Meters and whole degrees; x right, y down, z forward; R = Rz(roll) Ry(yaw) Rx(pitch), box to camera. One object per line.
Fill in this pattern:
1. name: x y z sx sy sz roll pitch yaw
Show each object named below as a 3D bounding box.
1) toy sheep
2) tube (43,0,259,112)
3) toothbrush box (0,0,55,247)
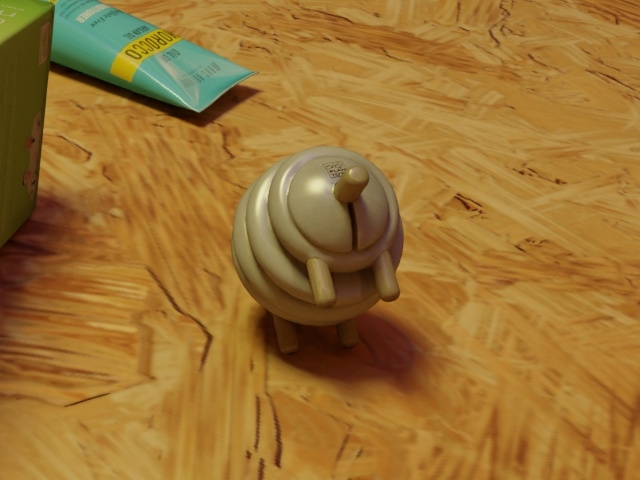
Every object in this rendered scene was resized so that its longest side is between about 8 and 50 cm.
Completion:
1. toy sheep: 0.000 0.000 0.895 0.091 0.132 0.091 10 62 -19
2. tube: -0.147 -0.129 1.202 0.207 0.052 0.080 23 36 17
3. toothbrush box: -0.256 -0.047 0.867 0.206 0.122 0.283 9 18 3
